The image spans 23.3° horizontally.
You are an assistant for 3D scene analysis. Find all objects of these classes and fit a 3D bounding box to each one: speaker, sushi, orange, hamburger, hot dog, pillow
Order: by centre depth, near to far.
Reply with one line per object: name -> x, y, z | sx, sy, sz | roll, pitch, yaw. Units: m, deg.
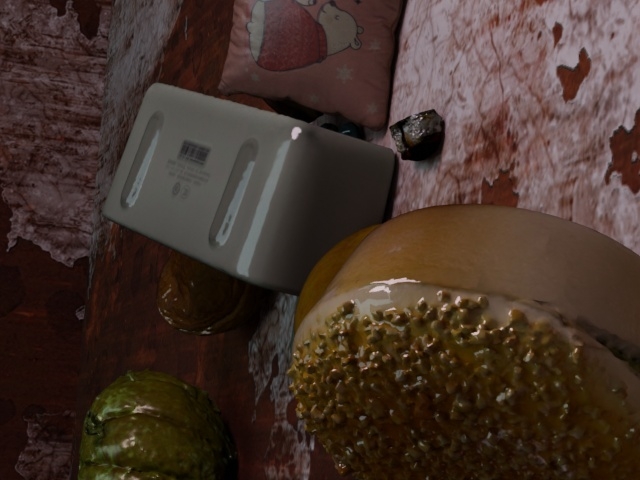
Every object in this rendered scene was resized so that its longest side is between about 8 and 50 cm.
hamburger -> 0.123, 0.107, 1.090 | 0.302, 0.302, 0.170 | 125, 166, -55
sushi -> 0.104, -0.107, 1.624 | 0.083, 0.044, 0.046 | 157, 97, -71
pillow -> -0.010, -0.257, 1.779 | 0.084, 0.223, 0.236 | -17, -64, -65
speaker -> -0.089, -0.062, 1.826 | 0.406, 0.183, 0.184 | 21, 94, 55
hot dog -> -0.138, 0.022, 2.155 | 0.272, 0.122, 0.196 | 121, 153, -46
orange -> -0.235, 0.340, 2.181 | 0.300, 0.223, 0.301 | -101, 20, -82

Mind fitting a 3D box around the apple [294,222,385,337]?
apple -> 0.062, 0.073, 1.461 | 0.155, 0.182, 0.182 | -62, 27, 31

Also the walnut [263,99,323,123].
walnut -> -0.032, -0.250, 1.917 | 0.137, 0.137, 0.245 | 123, 146, -54

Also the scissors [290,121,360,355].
scissors -> 0.000, 0.000, 1.874 | 0.138, 0.041, 0.289 | -169, 90, -67
